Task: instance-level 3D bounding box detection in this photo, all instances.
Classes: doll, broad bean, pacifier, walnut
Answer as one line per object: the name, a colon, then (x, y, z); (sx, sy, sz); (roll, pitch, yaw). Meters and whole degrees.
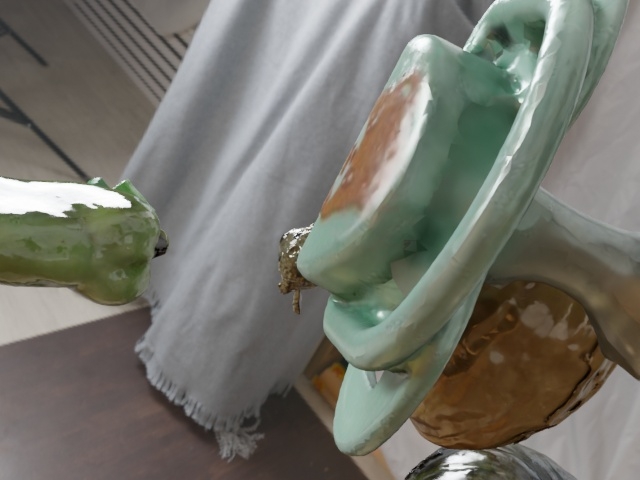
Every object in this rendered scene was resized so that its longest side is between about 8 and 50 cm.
doll: (0.009, -0.012, 1.079); (0.091, 0.203, 0.286); (38, 46, 1)
broad bean: (-0.254, -0.009, 0.657); (0.228, 0.100, 0.169); (9, 17, -28)
pacifier: (0.137, 0.003, 0.445); (0.269, 0.343, 0.288); (25, 6, -1)
walnut: (0.163, 0.073, 0.635); (0.198, 0.245, 0.198); (33, 24, -17)

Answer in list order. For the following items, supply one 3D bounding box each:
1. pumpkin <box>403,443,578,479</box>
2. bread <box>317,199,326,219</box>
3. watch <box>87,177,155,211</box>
pumpkin: (0.199, 0.355, 0.736); (0.320, 0.192, 0.320); (33, 32, -24)
bread: (0.092, -0.022, 0.762); (0.114, 0.190, 0.132); (49, 17, -38)
watch: (-0.306, -0.027, 1.066); (0.131, 0.165, 0.152); (50, 21, -10)
